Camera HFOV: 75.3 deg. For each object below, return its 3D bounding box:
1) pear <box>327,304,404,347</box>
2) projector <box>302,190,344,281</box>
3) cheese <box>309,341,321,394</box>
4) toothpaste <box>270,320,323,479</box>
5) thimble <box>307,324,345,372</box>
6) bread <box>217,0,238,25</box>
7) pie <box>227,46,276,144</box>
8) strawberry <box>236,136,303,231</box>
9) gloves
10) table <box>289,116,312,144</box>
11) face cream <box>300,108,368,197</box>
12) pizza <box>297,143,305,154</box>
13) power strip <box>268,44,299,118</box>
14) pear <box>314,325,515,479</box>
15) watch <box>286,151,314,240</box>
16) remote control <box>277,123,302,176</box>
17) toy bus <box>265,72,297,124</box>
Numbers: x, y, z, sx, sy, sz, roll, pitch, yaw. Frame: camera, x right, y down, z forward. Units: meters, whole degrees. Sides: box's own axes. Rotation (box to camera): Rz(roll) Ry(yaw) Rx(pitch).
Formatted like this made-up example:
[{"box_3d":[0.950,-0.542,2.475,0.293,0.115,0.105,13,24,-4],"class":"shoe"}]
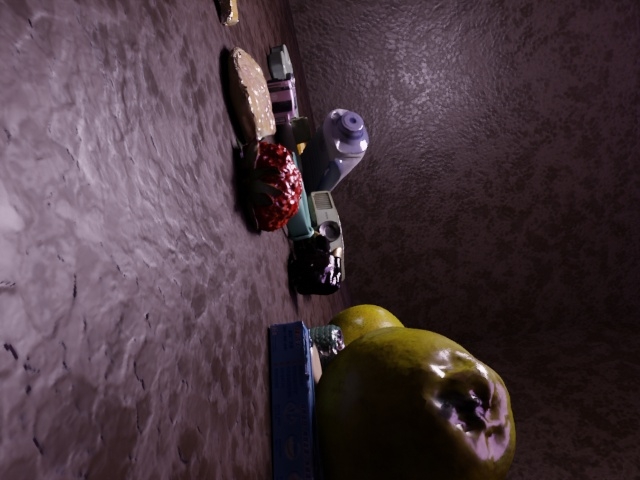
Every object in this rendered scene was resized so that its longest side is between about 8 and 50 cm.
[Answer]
[{"box_3d":[0.144,0.331,1.235,0.294,0.294,0.295,-11,90,-84],"class":"pear"},{"box_3d":[0.000,0.000,1.210,0.193,0.088,0.270,131,-48,-69],"class":"projector"},{"box_3d":[-0.021,0.294,0.895,0.092,0.047,0.171,-84,162,-62],"class":"cheese"},{"box_3d":[-0.041,0.267,0.662,0.053,0.066,0.272,70,12,-56],"class":"toothpaste"},{"box_3d":[0.015,0.278,1.069,0.135,0.090,0.119,66,12,-57],"class":"thimble"},{"box_3d":[-0.181,-0.461,0.798,0.070,0.035,0.083,-89,173,-62],"class":"bread"},{"box_3d":[-0.136,-0.285,0.821,0.218,0.052,0.185,-76,156,-72],"class":"pie"},{"box_3d":[-0.077,-0.087,0.791,0.228,0.097,0.175,60,21,-70],"class":"strawberry"},{"box_3d":[-0.013,0.042,1.042,0.106,0.129,0.181,65,15,-57],"class":"gloves"},{"box_3d":[-0.077,-0.331,1.259,0.083,0.062,0.079,25,-46,59],"class":"table"},{"box_3d":[0.014,-0.249,1.286,0.420,0.137,0.235,138,-53,-59],"class":"face cream"},{"box_3d":[-0.071,-0.317,1.554,0.131,0.041,0.178,-82,161,-64],"class":"pizza"},{"box_3d":[-0.122,-0.529,1.365,0.194,0.059,0.265,64,17,-70],"class":"power strip"},{"box_3d":[0.144,0.333,0.738,0.413,0.351,0.352,-35,-123,51],"class":"pear"},{"box_3d":[-0.074,-0.120,1.085,0.195,0.068,0.237,71,6,-68],"class":"watch"},{"box_3d":[-0.101,-0.288,1.209,0.073,0.044,0.229,26,-44,68],"class":"remote control"},{"box_3d":[-0.106,-0.351,1.026,0.199,0.096,0.108,-94,176,-69],"class":"toy bus"}]
